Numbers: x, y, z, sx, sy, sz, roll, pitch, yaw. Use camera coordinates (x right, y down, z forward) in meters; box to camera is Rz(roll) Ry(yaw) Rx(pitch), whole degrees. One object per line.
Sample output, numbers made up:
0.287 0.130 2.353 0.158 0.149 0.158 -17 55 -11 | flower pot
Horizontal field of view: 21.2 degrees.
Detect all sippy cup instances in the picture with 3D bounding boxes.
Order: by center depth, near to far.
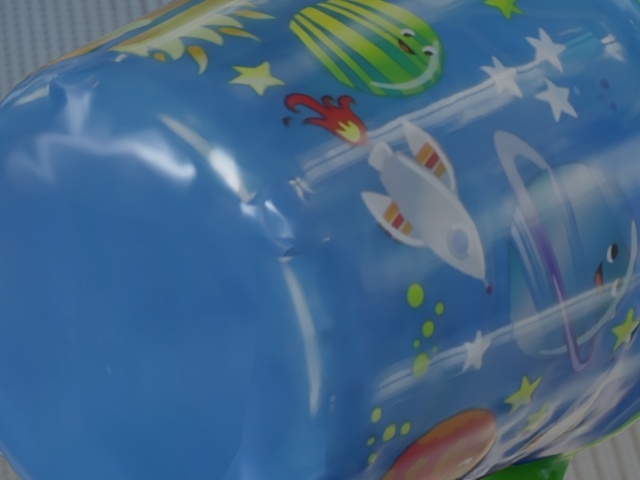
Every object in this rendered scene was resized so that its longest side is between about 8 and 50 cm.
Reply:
0.000 0.000 0.592 0.240 0.224 0.305 -42 78 39 | sippy cup
